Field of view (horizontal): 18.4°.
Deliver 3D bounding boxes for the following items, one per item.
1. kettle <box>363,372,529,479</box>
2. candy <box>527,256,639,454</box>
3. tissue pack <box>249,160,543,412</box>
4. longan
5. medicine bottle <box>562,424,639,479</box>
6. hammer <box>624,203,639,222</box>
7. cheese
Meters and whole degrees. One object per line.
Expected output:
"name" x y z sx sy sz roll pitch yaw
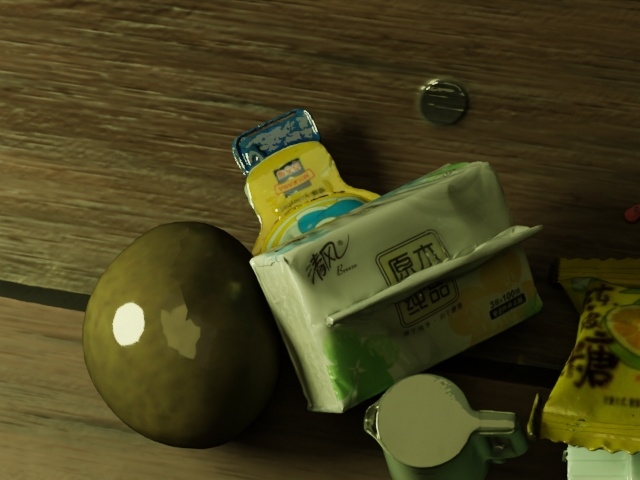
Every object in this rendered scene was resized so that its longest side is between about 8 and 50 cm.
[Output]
"kettle" 0.112 0.185 1.783 0.127 0.148 0.098 32 78 17
"candy" 0.285 0.098 1.759 0.187 0.081 0.297 3 34 12
"tissue pack" 0.083 0.041 1.780 0.229 0.145 0.159 -25 100 -22
"longan" -0.130 0.090 1.831 0.198 0.198 0.212 -15 87 4
"medicine bottle" 0.373 0.228 1.722 0.318 0.158 0.158 0 71 9
"hammer" 0.330 -0.040 1.893 0.083 0.031 0.052 -26 66 11
"cheese" 0.000 0.000 1.906 0.177 0.069 0.270 -26 70 1
